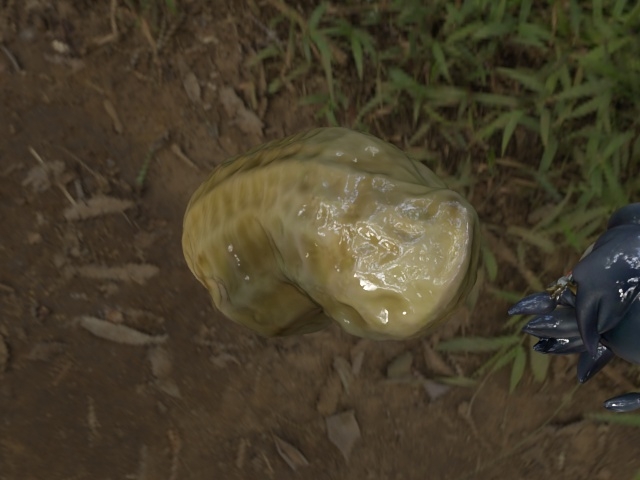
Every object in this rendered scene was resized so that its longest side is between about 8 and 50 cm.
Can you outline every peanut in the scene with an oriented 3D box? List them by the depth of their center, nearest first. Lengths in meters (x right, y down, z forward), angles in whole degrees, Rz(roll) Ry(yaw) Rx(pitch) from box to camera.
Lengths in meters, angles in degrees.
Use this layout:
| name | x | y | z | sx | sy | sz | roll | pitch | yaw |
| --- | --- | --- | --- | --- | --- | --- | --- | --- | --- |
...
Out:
| name | x | y | z | sx | sy | sz | roll | pitch | yaw |
| --- | --- | --- | --- | --- | --- | --- | --- | --- | --- |
| peanut | 0.000 | 0.000 | 0.877 | 0.140 | 0.325 | 0.153 | 34 | 80 | -26 |

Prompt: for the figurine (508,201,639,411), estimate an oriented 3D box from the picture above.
| name | x | y | z | sx | sy | sz | roll | pitch | yaw |
| --- | --- | --- | --- | --- | --- | --- | --- | --- | --- |
| figurine | 0.317 | 0.062 | 1.270 | 0.197 | 0.265 | 0.175 | 32 | 71 | 12 |
